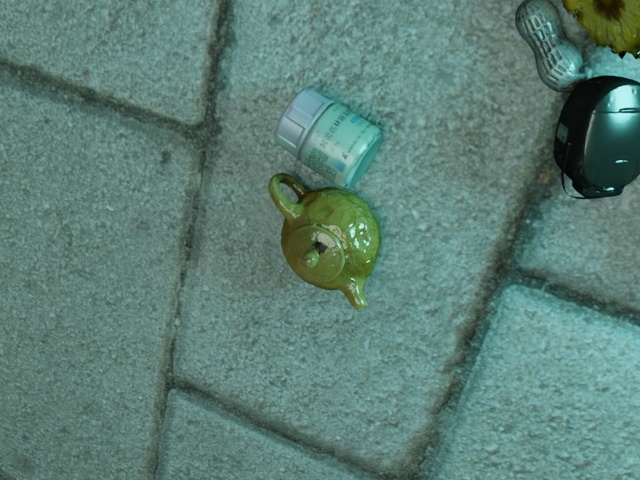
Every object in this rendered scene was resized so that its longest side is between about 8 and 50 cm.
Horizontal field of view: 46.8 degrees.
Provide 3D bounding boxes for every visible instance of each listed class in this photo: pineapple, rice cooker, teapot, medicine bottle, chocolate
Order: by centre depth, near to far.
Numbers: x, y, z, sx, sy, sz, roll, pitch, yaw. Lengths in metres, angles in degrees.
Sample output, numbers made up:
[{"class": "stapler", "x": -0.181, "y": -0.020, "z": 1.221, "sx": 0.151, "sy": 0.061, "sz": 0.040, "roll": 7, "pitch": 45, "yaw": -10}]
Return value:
[{"class": "pineapple", "x": 0.437, "y": -0.373, "z": 1.084, "sx": 0.076, "sy": 0.225, "sz": 0.225, "roll": -34, "pitch": 97, "yaw": -8}, {"class": "rice cooker", "x": 0.448, "y": -0.162, "z": 1.175, "sx": 0.142, "sy": 0.118, "sz": 0.203, "roll": -2, "pitch": 119, "yaw": -15}, {"class": "chocolate", "x": 0.369, "y": -0.312, "z": 1.188, "sx": 0.072, "sy": 0.072, "sz": 0.167, "roll": -25, "pitch": 100, "yaw": 31}, {"class": "medicine bottle", "x": 0.014, "y": -0.189, "z": 1.369, "sx": 0.168, "sy": 0.135, "sz": 0.135, "roll": 33, "pitch": 121, "yaw": 10}, {"class": "teapot", "x": 0.000, "y": 0.000, "z": 1.435, "sx": 0.203, "sy": 0.167, "sz": 0.311, "roll": -34, "pitch": 94, "yaw": 32}]
